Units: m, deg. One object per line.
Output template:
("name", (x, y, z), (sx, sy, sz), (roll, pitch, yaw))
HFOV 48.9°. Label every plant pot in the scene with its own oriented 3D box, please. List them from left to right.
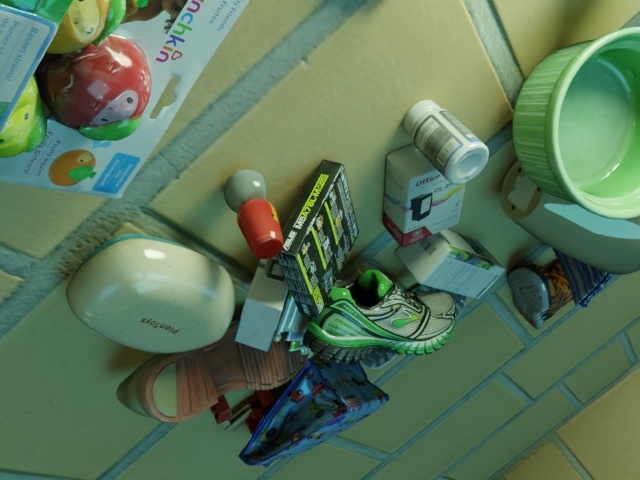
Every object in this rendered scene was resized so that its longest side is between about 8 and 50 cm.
("plant pot", (0.506, -0.077, 1.393), (0.273, 0.257, 0.257), (10, 127, -25))

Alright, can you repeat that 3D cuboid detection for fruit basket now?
("fruit basket", (-0.258, -0.174, 0.697), (0.353, 0.165, 0.327), (14, 122, -51))

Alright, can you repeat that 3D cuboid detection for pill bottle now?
("pill bottle", (0.194, -0.157, 1.106), (0.078, 0.137, 0.078), (-21, 141, -18))

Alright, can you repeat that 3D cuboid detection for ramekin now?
("ramekin", (0.475, -0.196, 1.185), (0.303, 0.148, 0.304), (-4, 102, -18))

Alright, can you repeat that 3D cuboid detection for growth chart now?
("growth chart", (-0.004, 0.138, 1.312), (0.237, 0.021, 0.172), (20, 93, -57))

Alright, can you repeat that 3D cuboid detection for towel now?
("towel", (0.632, -0.041, 1.546), (0.040, 0.243, 0.336), (21, 123, -12))

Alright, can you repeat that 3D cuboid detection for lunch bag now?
("lunch bag", (-0.027, 0.397, 1.523), (0.293, 0.138, 0.221), (-47, 156, 15))

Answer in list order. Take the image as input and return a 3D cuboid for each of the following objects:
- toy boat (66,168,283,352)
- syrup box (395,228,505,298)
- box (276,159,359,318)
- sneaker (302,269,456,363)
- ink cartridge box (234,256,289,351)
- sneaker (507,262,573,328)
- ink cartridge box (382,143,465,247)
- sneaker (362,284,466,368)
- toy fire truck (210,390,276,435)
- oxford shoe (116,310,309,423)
("toy boat", (-0.190, 0.033, 1.027), (0.318, 0.148, 0.267), (-36, 140, 14))
("syrup box", (0.268, 0.043, 1.434), (0.236, 0.093, 0.096), (15, 120, -48))
("box", (0.000, 0.000, 1.124), (0.184, 0.045, 0.191), (-61, 155, -27))
("sneaker", (0.133, 0.130, 1.307), (0.343, 0.134, 0.146), (-3, 115, -39))
("ink cartridge box", (-0.084, 0.080, 1.165), (0.060, 0.180, 0.104), (18, 129, -2))
("sneaker", (0.570, 0.096, 1.742), (0.180, 0.125, 0.321), (-39, 155, -2))
("ink cartridge box", (0.182, -0.087, 1.233), (0.127, 0.072, 0.175), (-23, 143, -16))
("sneaker", (0.191, 0.177, 1.551), (0.281, 0.105, 0.115), (-31, 174, -10))
("toy fire truck", (-0.160, 0.370, 1.495), (0.135, 0.047, 0.192), (-21, 143, -19))
("oxford shoe", (-0.178, 0.209, 1.260), (0.146, 0.141, 0.397), (-8, -179, 44))
